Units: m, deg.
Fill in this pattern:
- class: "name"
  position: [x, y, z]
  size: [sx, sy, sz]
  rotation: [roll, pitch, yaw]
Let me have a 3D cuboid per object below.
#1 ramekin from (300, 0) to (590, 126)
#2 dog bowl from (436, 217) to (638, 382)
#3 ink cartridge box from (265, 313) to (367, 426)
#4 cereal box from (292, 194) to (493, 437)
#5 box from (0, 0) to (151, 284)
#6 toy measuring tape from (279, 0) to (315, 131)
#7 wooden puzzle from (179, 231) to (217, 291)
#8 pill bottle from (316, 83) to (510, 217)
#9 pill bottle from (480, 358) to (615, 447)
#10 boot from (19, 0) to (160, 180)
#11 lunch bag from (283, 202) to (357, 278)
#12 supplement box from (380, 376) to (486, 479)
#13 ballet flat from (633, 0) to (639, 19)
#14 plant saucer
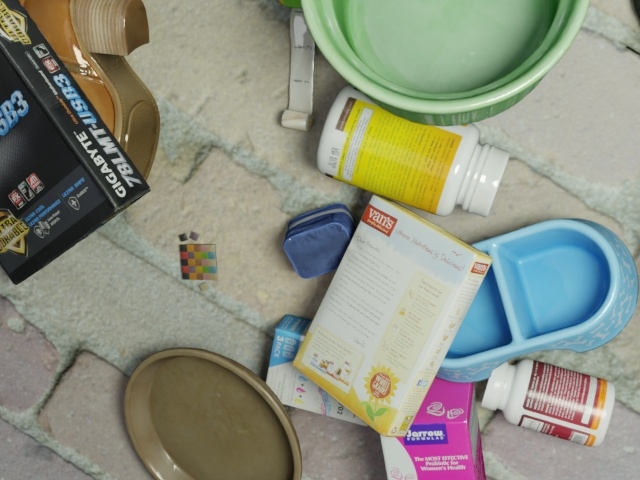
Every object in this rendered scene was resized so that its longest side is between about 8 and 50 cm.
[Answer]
- class: "ramekin"
  position: [0.137, -0.270, 1.130]
  size: [0.303, 0.148, 0.303]
  rotation: [-1, 83, 9]
- class: "dog bowl"
  position: [0.227, 0.069, 1.244]
  size: [0.297, 0.074, 0.166]
  rotation: [-19, 74, 18]
- class: "ink cartridge box"
  position: [0.026, 0.174, 1.359]
  size: [0.181, 0.061, 0.104]
  rotation: [13, 107, 10]
- class: "cereal box"
  position: [0.081, 0.087, 1.232]
  size: [0.173, 0.047, 0.240]
  rotation: [34, 102, 40]
- class: "box"
  position: [-0.390, -0.119, 1.318]
  size: [0.295, 0.073, 0.293]
  rotation: [-28, 100, 45]
- class: "toy measuring tape"
  position: [-0.038, -0.289, 1.221]
  size: [0.121, 0.121, 0.330]
  rotation: [8, 105, 11]
- class: "wooden puzzle"
  position: [-0.163, 0.028, 1.396]
  size: [0.049, 0.006, 0.083]
  rotation: [1, 104, 13]
- class: "pill bottle"
  position: [0.111, -0.101, 1.238]
  size: [0.215, 0.117, 0.117]
  rotation: [20, 108, 8]
- class: "pill bottle"
  position: [0.282, 0.197, 1.292]
  size: [0.152, 0.086, 0.086]
  rotation: [15, 107, 9]
- class: "boot"
  position: [-0.330, -0.187, 1.333]
  size: [0.220, 0.109, 0.283]
  rotation: [8, 117, 19]
- class: "lunch bag"
  position: [0.000, 0.000, 1.320]
  size: [0.098, 0.065, 0.067]
  rotation: [-18, 115, 16]
- class: "supplement box"
  position: [0.147, 0.289, 1.315]
  size: [0.111, 0.114, 0.220]
  rotation: [-5, 113, 14]
- class: "ballet flat"
  position: [0.434, -0.199, 1.146]
  size: [0.095, 0.096, 0.280]
  rotation: [-28, 96, 19]
- class: "plant saucer"
  position: [-0.142, 0.261, 1.400]
  size: [0.278, 0.041, 0.278]
  rotation: [13, 120, 24]
